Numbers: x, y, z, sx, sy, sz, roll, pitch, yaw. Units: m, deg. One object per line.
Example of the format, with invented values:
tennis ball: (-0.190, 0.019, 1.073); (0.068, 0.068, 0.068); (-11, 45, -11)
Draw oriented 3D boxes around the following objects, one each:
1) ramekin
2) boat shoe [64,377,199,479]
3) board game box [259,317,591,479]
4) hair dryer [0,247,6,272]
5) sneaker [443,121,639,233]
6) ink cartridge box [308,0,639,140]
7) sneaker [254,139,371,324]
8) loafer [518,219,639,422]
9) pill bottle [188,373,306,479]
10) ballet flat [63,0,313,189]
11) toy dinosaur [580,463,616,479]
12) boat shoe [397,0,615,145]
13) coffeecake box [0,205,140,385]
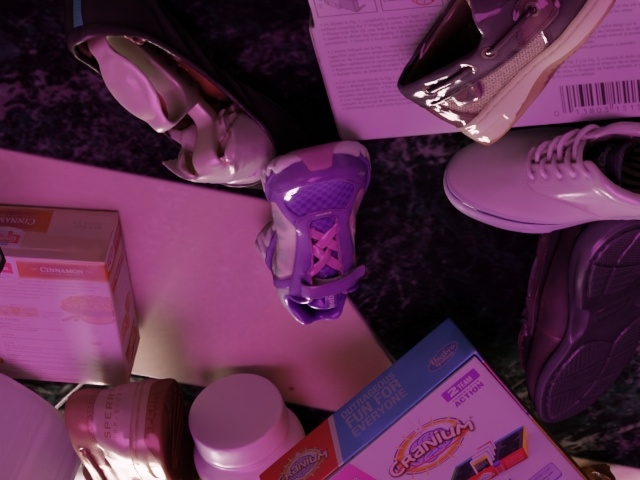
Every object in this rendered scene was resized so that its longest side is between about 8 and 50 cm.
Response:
ramekin: (-0.378, 0.215, 1.609); (0.277, 0.135, 0.277); (20, 156, 10)
boat shoe: (-0.189, 0.229, 1.634); (0.110, 0.122, 0.341); (2, 149, 4)
board game box: (0.127, 0.256, 1.548); (0.242, 0.064, 0.316); (-40, 125, 3)
hair dryer: (-0.418, -0.039, 1.443); (0.293, 0.080, 0.224); (-17, 97, 29)
sneaker: (0.217, -0.062, 1.274); (0.258, 0.094, 0.091); (0, 157, 24)
ink cartridge box: (0.126, -0.188, 1.205); (0.275, 0.060, 0.239); (-4, 135, 13)
sneaker: (0.000, 0.000, 1.349); (0.095, 0.105, 0.236); (-8, 155, -9)
loafer: (0.235, 0.050, 1.438); (0.109, 0.095, 0.303); (-20, 145, -18)
pill bottle: (-0.065, 0.242, 1.654); (0.119, 0.119, 0.208); (-4, 136, 13)
ballet flat: (-0.112, -0.106, 1.303); (0.095, 0.096, 0.280); (-29, 126, 32)
toy dinosaur: (0.228, 0.291, 1.715); (0.211, 0.064, 0.112); (-21, 112, 16)
boat shoe: (0.138, -0.175, 1.100); (0.092, 0.103, 0.285); (14, 144, -14)
coffeecake box: (-0.259, 0.055, 1.521); (0.142, 0.068, 0.185); (4, 137, 6)
